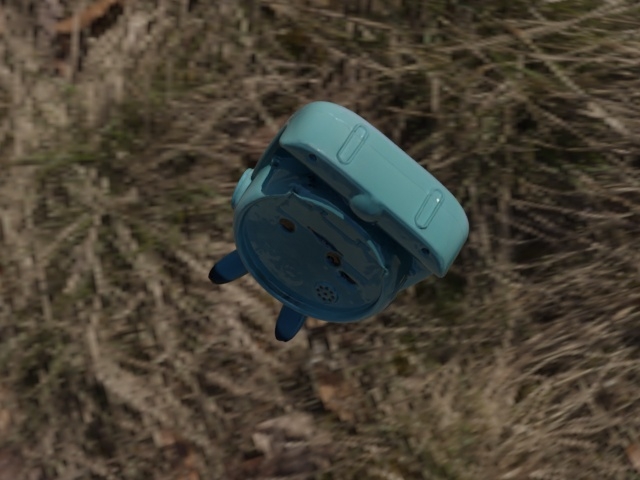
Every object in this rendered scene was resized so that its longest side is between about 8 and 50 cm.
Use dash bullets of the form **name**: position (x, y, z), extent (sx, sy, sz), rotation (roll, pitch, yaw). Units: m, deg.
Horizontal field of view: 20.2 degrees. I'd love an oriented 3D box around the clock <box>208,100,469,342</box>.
- **clock**: position (0.000, -0.001, 0.925), extent (0.108, 0.045, 0.147), rotation (40, 140, -6)
